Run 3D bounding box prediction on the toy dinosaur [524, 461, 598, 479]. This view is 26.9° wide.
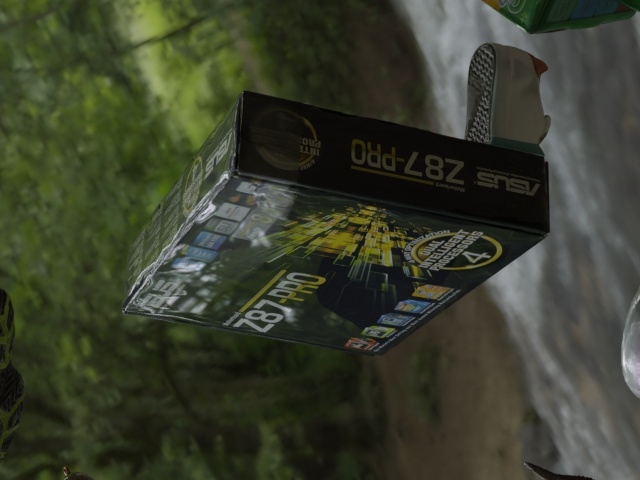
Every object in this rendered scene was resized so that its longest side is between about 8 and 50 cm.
[{"bbox_3d":[0.406,0.429,1.885,0.200,0.127,0.296,-38,71,57],"label":"toy dinosaur"}]

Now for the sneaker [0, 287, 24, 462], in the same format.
[{"bbox_3d":[-0.518,0.205,1.908,0.145,0.147,0.385,-65,-13,-55],"label":"sneaker"}]

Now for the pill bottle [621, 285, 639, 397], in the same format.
[{"bbox_3d":[0.461,0.122,1.294,0.301,0.169,0.169,19,144,39],"label":"pill bottle"}]

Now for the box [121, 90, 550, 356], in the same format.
[{"bbox_3d":[0.000,0.000,1.367,0.395,0.318,0.097,137,141,-58],"label":"box"}]

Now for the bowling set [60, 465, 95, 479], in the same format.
[{"bbox_3d":[-0.251,0.304,1.342,0.287,0.199,0.154,61,140,23],"label":"bowling set"}]

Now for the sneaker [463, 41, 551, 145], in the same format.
[{"bbox_3d":[0.256,-0.115,1.803,0.106,0.123,0.290,16,99,61],"label":"sneaker"}]

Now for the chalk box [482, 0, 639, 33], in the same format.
[{"bbox_3d":[0.244,-0.329,1.359,0.289,0.179,0.180,42,129,32],"label":"chalk box"}]

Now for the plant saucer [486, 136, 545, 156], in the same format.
[{"bbox_3d":[0.197,-0.081,1.560,0.192,0.067,0.018,128,149,-70],"label":"plant saucer"}]
